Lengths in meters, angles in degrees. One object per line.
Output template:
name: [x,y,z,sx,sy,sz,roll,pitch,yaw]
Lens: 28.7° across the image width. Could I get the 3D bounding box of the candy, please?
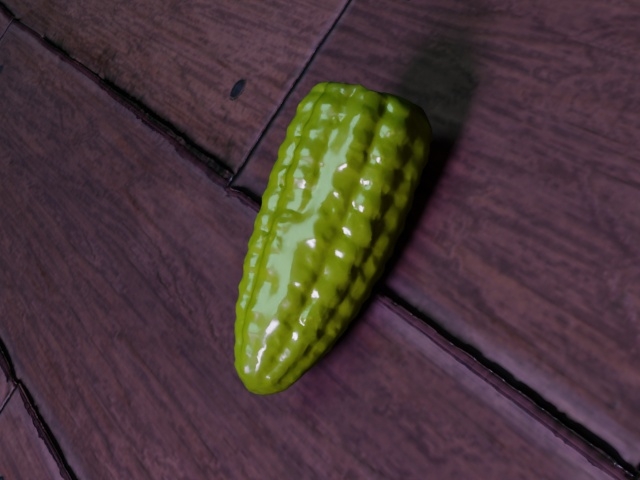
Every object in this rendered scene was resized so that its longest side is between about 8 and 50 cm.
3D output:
candy: [0.000,0.000,0.793,0.096,0.096,0.210,9,74,56]
